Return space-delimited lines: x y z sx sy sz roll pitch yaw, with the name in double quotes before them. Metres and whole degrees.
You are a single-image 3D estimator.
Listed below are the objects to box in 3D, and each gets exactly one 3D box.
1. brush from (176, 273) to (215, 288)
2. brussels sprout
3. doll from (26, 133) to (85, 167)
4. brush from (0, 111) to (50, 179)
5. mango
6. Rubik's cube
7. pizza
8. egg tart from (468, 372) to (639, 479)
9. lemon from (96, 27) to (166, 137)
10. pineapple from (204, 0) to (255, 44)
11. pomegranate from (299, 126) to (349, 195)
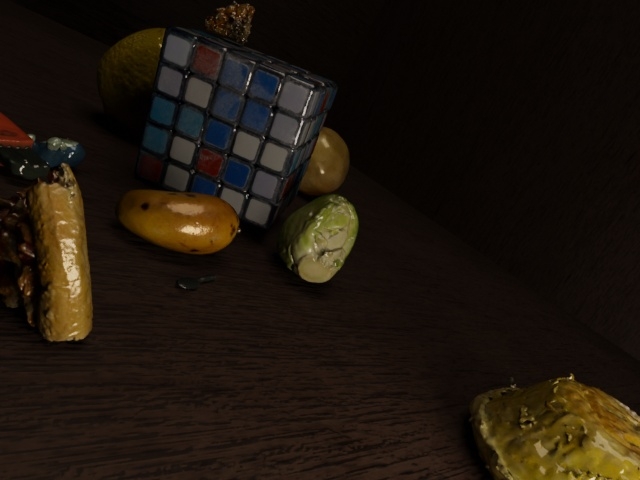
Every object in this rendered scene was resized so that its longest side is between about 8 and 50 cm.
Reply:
"brush" -0.166 0.054 0.649 0.024 0.008 0.083 31 14 15
"brussels sprout" -0.005 0.001 0.878 0.131 0.145 0.183 49 51 -21
"doll" -0.417 -0.141 0.757 0.076 0.051 0.083 14 13 14
"brush" -0.513 -0.177 0.712 0.323 0.051 0.070 38 23 20
"mango" -0.202 -0.029 0.707 0.178 0.090 0.115 10 14 -43
"Rubik's cube" -0.158 -0.232 0.981 0.292 0.287 0.292 22 21 0
"pizza" -0.279 0.001 0.454 0.193 0.154 0.069 14 22 40
"egg tart" 0.348 0.281 0.606 0.341 0.132 0.341 26 17 -8
"lemon" -0.379 -0.375 1.150 0.253 0.310 0.254 -21 90 -88
"pineapple" -0.169 -0.423 0.969 0.114 0.077 0.114 -22 47 -14
"pomegranate" -0.014 -0.252 1.550 0.233 0.233 0.233 27 15 -8
